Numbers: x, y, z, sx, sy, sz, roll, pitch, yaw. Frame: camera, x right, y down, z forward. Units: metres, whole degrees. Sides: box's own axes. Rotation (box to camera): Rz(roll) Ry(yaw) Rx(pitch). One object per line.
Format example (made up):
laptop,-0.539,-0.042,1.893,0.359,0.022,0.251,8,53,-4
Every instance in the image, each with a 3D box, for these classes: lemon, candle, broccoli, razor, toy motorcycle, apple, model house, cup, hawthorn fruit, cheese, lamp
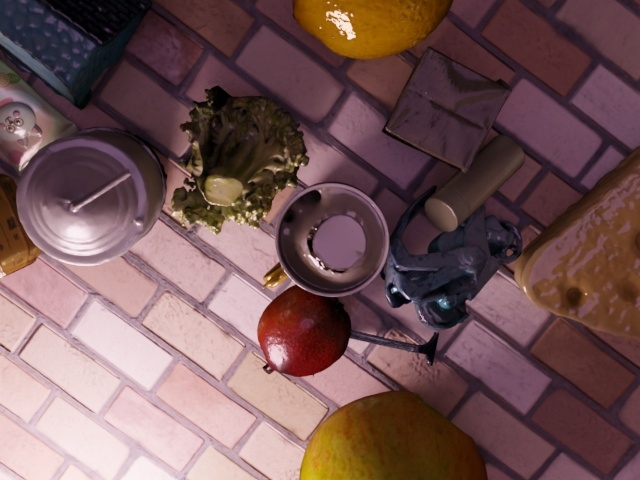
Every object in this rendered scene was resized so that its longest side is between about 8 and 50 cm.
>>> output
lemon,0.084,-0.430,1.361,0.293,0.293,0.293,0,98,3
candle,-0.379,-0.076,1.406,0.221,0.342,0.221,0,100,-2
broccoli,-0.160,-0.129,1.428,0.263,0.243,0.247,-20,110,11
razor,0.122,0.185,1.566,0.190,0.033,0.066,12,98,2
toy motorcycle,0.221,0.021,1.480,0.206,0.154,0.260,44,71,1
apple,0.126,0.439,1.469,0.340,0.339,0.339,0,98,3
model house,-0.450,-0.401,1.444,0.261,0.226,0.241,38,84,-6
cup,0.000,0.000,1.449,0.241,0.226,0.185,-35,96,8
hawthorn fruit,-0.040,0.165,1.509,0.188,0.169,0.169,-37,95,10
cheese,0.582,0.052,1.486,0.384,0.104,0.384,0,97,4
lamp,-0.599,-0.022,1.516,0.161,0.161,0.185,-24,97,6

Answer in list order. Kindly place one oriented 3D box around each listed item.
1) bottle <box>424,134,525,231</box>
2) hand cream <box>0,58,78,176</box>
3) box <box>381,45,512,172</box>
bottle,0.265,-0.099,1.446,0.201,0.072,0.072,-40,95,-28
hand cream,-0.591,-0.267,1.520,0.147,0.093,0.306,-39,105,9
box,0.203,-0.216,1.402,0.149,0.231,0.155,27,98,-1
